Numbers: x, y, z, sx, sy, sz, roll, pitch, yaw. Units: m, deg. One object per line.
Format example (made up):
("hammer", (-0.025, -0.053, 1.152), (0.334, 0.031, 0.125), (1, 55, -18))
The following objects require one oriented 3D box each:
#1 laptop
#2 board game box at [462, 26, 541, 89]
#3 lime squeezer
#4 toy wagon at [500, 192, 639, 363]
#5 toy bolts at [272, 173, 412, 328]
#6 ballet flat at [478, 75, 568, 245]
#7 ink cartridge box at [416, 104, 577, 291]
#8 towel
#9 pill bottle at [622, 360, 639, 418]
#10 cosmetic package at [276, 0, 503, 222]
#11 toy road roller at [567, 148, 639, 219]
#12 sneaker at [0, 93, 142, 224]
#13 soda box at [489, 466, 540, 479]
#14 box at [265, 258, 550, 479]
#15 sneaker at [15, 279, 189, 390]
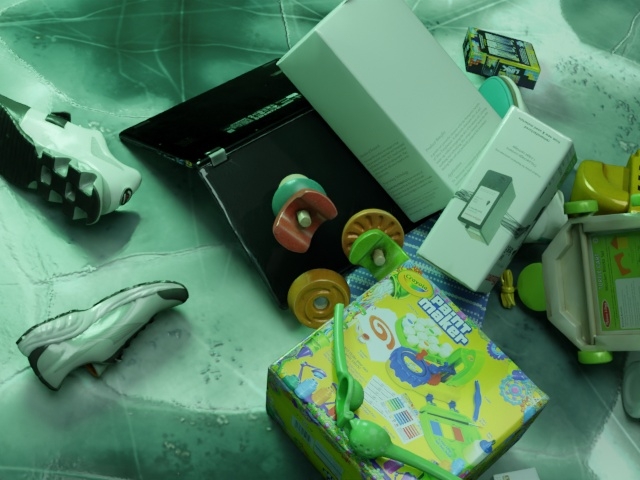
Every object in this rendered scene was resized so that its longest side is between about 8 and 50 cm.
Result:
("laptop", (-0.071, -0.125, 1.775), (0.382, 0.236, 0.407), (-31, 34, -30))
("board game box", (0.361, -0.368, 2.012), (0.141, 0.048, 0.170), (16, 29, -3))
("lime squeezer", (0.068, 0.217, 1.325), (0.109, 0.059, 0.310), (-27, 64, -18))
("toy wagon", (0.456, 0.065, 1.628), (0.068, 0.344, 0.267), (-4, 89, -49))
("toy bolts", (0.000, 0.000, 1.604), (0.228, 0.218, 0.158), (42, 13, -22))
("ballet flat", (0.370, -0.139, 1.843), (0.139, 0.139, 0.400), (5, 47, -10))
("ink cartridge box", (0.285, -0.056, 1.591), (0.114, 0.198, 0.273), (34, 96, 16))
("towel", (0.177, 0.049, 1.718), (0.243, 0.040, 0.336), (20, 51, 4))
("pill bottle", (0.587, 0.249, 1.624), (0.169, 0.094, 0.094), (7, 54, -8))
("cosmetic package", (0.130, -0.240, 1.691), (0.365, 0.155, 0.197), (49, 59, -7))
("toy road roller", (0.555, -0.015, 1.754), (0.240, 0.203, 0.330), (9, 50, 11))
("sneaker", (-0.443, -0.151, 1.679), (0.330, 0.122, 0.146), (37, 37, 15))
("soda box", (0.305, 0.442, 1.436), (0.073, 0.069, 0.216), (-6, 57, -18))
("box", (0.118, 0.238, 1.451), (0.279, 0.177, 0.290), (-35, 68, -22))
("sneaker", (-0.317, 0.138, 1.510), (0.271, 0.100, 0.108), (-25, 88, -31))
